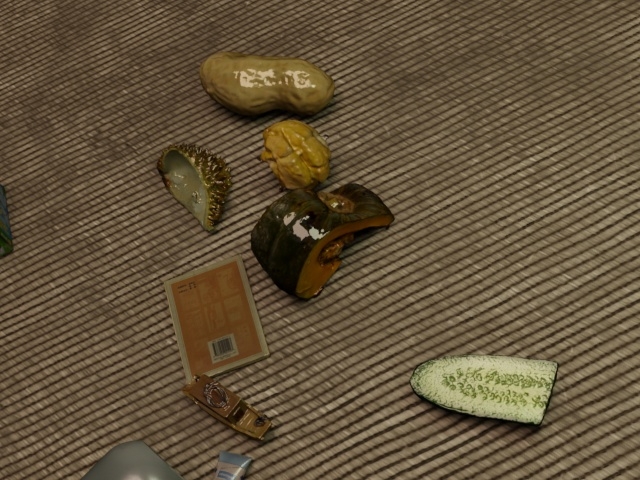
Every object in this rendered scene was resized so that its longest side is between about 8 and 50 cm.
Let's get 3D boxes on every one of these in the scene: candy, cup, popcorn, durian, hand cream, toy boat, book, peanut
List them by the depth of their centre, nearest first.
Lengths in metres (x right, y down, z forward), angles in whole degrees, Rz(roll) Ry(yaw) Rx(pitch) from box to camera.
[{"bbox_3d":[-0.354,0.493,1.431,0.205,0.205,0.312,35,72,30],"label":"cup"},{"bbox_3d":[-0.174,0.449,1.509,0.065,0.043,0.170,8,57,19],"label":"hand cream"},{"bbox_3d":[-0.169,0.299,1.579,0.200,0.077,0.057,27,68,28],"label":"toy boat"},{"bbox_3d":[-0.207,0.153,1.718,0.170,0.018,0.241,-20,56,1],"label":"book"},{"bbox_3d":[-0.051,-0.176,1.809,0.152,0.148,0.167,-41,44,14],"label":"popcorn"},{"bbox_3d":[-0.272,-0.134,1.870,0.252,0.144,0.139,39,97,26],"label":"durian"},{"bbox_3d":[-0.125,-0.342,1.941,0.319,0.147,0.147,12,62,16],"label":"peanut"},{"bbox_3d":[-0.745,-0.065,1.951,0.062,0.097,0.194,-21,55,0],"label":"candy"}]

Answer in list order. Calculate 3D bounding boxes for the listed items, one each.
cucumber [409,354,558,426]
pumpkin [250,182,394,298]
[{"bbox_3d":[0.277,0.251,1.497,0.244,0.063,0.115,7,69,18],"label":"cucumber"},{"bbox_3d":[0.001,0.001,1.720,0.280,0.190,0.139,-10,41,-46],"label":"pumpkin"}]
